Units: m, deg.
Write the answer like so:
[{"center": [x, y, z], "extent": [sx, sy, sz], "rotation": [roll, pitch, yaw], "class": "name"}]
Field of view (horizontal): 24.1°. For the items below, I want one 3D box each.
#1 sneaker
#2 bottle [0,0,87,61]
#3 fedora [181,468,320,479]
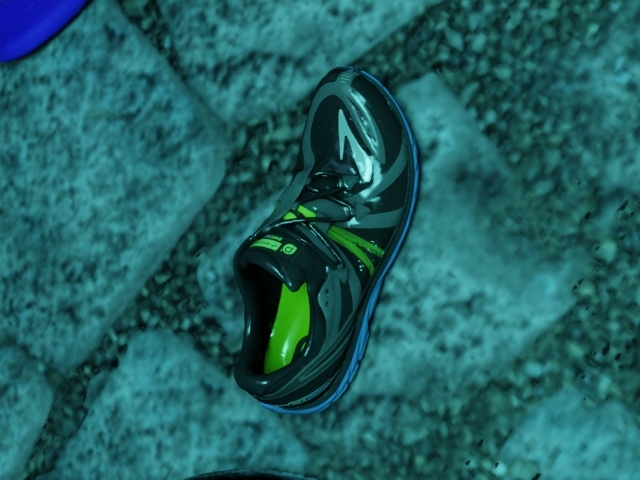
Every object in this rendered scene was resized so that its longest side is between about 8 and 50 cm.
[{"center": [0.000, 0.000, 0.789], "extent": [0.067, 0.078, 0.188], "rotation": [15, 90, 32], "class": "sneaker"}, {"center": [-0.242, -0.252, 0.968], "extent": [0.118, 0.092, 0.283], "rotation": [-39, 65, 20], "class": "bottle"}, {"center": [-0.063, 0.281, 0.743], "extent": [0.334, 0.152, 0.334], "rotation": [-5, 80, 31], "class": "fedora"}]
